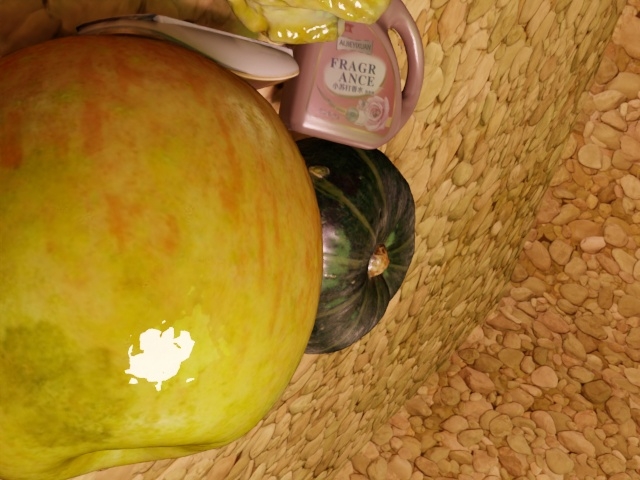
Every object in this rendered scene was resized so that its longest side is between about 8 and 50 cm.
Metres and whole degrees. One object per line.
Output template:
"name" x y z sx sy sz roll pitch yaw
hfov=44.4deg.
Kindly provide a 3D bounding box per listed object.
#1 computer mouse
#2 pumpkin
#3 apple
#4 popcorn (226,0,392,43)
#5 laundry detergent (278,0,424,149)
"computer mouse" -0.118 -0.165 0.740 0.245 0.125 0.056 -6 94 -60
"pumpkin" 0.000 0.000 1.056 0.300 0.207 0.300 -35 137 -40
"apple" -0.158 0.020 0.609 0.339 0.339 0.340 -42 153 -28
"popcorn" -0.011 -0.279 0.741 0.187 0.167 0.186 -32 -151 50
"laundry detergent" 0.052 -0.230 0.927 0.171 0.076 0.237 11 98 -27
